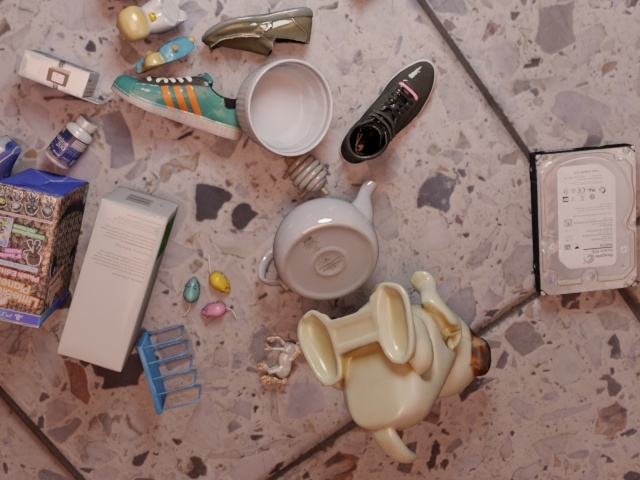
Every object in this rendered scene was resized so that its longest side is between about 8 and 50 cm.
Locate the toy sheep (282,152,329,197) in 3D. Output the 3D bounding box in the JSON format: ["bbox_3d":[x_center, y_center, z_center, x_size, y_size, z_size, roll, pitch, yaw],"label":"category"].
[{"bbox_3d":[-0.030,-0.150,1.818,0.132,0.091,0.091,43,97,-4],"label":"toy sheep"}]

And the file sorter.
[{"bbox_3d":[-0.353,0.298,1.887,0.104,0.118,0.171,-15,102,-3],"label":"file sorter"}]

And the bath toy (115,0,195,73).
[{"bbox_3d":[-0.401,-0.542,1.705,0.129,0.151,0.349,-11,105,36],"label":"bath toy"}]

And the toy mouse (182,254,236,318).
[{"bbox_3d":[-0.275,0.141,1.897,0.143,0.031,0.161,-35,101,5],"label":"toy mouse"}]

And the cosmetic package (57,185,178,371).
[{"bbox_3d":[-0.452,0.081,1.796,0.155,0.197,0.366,17,103,-6],"label":"cosmetic package"}]

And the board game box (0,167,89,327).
[{"bbox_3d":[-0.629,0.009,1.755,0.141,0.232,0.291,13,102,-5],"label":"board game box"}]

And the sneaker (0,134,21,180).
[{"bbox_3d":[-0.747,-0.076,1.797,0.182,0.127,0.315,42,104,-13],"label":"sneaker"}]

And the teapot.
[{"bbox_3d":[0.000,0.000,1.803,0.255,0.187,0.253,1,124,-14],"label":"teapot"}]

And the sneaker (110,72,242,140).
[{"bbox_3d":[-0.302,-0.323,1.765,0.302,0.108,0.121,18,100,-14],"label":"sneaker"}]

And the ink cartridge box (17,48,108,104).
[{"bbox_3d":[-0.551,-0.356,1.745,0.180,0.104,0.060,20,100,-7],"label":"ink cartridge box"}]

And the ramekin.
[{"bbox_3d":[-0.086,-0.290,1.742,0.207,0.109,0.207,-7,104,-29],"label":"ramekin"}]

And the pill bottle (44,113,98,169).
[{"bbox_3d":[-0.555,-0.223,1.791,0.067,0.067,0.120,41,98,-10],"label":"pill bottle"}]

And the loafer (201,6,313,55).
[{"bbox_3d":[-0.134,-0.446,1.745,0.251,0.094,0.088,-11,98,0],"label":"loafer"}]

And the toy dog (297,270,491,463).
[{"bbox_3d":[0.217,0.258,1.770,0.284,0.407,0.396,-34,71,31],"label":"toy dog"}]

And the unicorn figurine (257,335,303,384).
[{"bbox_3d":[-0.086,0.277,1.926,0.111,0.060,0.162,17,117,-6],"label":"unicorn figurine"}]

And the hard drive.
[{"bbox_3d":[0.617,-0.048,1.875,0.236,0.064,0.339,-5,103,-1],"label":"hard drive"}]

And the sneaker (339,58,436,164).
[{"bbox_3d":[0.158,-0.279,1.765,0.104,0.147,0.296,42,96,-8],"label":"sneaker"}]
